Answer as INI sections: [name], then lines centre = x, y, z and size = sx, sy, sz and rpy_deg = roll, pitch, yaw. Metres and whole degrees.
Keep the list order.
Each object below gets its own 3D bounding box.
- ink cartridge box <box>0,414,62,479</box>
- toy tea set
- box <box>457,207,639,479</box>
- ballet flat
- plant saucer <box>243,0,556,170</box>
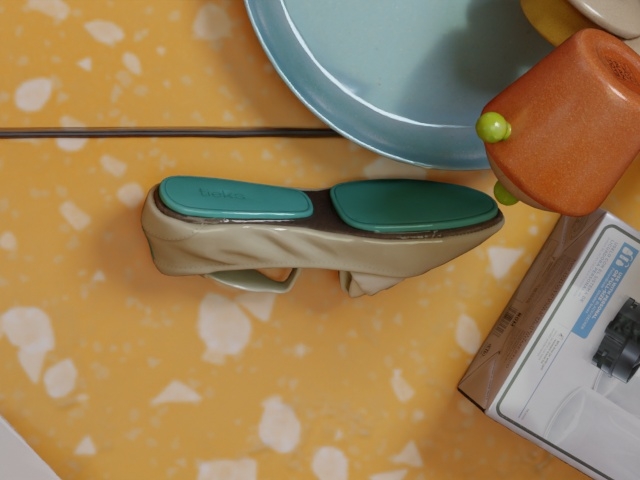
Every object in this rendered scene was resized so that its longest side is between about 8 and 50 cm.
[ink cartridge box]
centre = -0.260, 0.275, 1.185
size = 0.261, 0.066, 0.296
rpy_deg = 43, 88, 14
[toy tea set]
centre = 0.234, -0.041, 1.144
size = 0.336, 0.200, 0.124
rpy_deg = 35, 122, -11
[box]
centre = 0.266, 0.114, 1.236
size = 0.290, 0.087, 0.169
rpy_deg = 32, 91, -11
[ballet flat]
centre = 0.000, 0.000, 1.194
size = 0.249, 0.086, 0.086
rpy_deg = 3, 96, -8
[plant saucer]
centre = 0.096, -0.207, 1.195
size = 0.318, 0.044, 0.317
rpy_deg = -1, 97, -10
